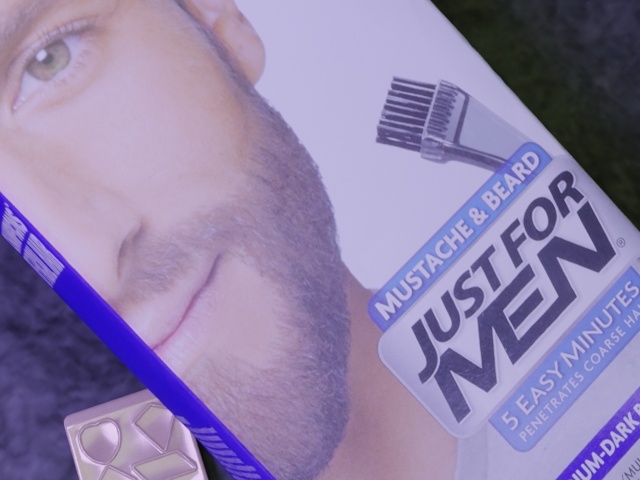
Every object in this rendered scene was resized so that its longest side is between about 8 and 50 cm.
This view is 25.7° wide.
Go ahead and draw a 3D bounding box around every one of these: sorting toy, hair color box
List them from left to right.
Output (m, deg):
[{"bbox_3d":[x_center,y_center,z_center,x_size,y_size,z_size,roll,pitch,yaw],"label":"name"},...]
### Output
[{"bbox_3d":[-0.072,0.097,0.653,0.083,0.012,0.062,-18,68,-3],"label":"sorting toy"},{"bbox_3d":[0.000,0.000,0.592,0.339,0.110,0.185,46,76,-3],"label":"hair color box"}]
